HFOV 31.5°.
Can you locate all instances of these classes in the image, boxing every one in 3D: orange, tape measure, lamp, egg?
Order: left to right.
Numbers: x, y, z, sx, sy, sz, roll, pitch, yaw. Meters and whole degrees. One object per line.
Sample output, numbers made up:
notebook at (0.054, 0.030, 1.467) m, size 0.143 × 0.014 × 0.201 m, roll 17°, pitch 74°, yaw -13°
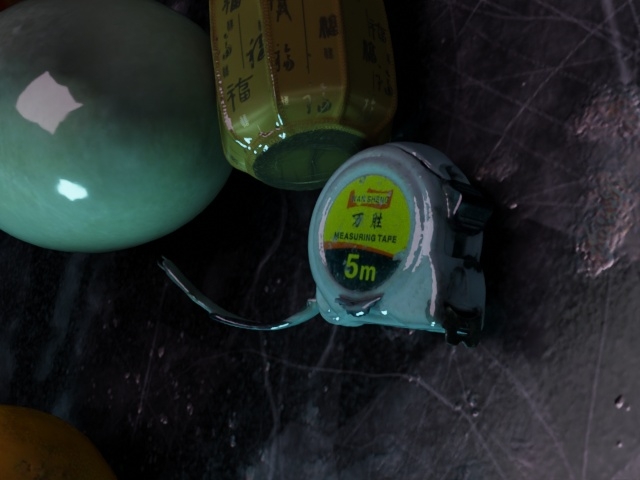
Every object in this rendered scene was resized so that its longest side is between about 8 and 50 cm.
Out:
orange at (-0.304, 0.270, 1.063) m, size 0.240 × 0.240 × 0.240 m, roll -18°, pitch 65°, yaw 43°
egg at (-0.225, -0.114, 1.091) m, size 0.352 × 0.258 × 0.258 m, roll 3°, pitch 80°, yaw 42°
lamp at (-0.016, -0.147, 0.955) m, size 0.161 × 0.161 × 0.185 m, roll -30°, pitch 59°, yaw 37°
tape measure at (0.001, 0.001, 0.937) m, size 0.330 × 0.084 × 0.164 m, roll 5°, pitch 79°, yaw 46°

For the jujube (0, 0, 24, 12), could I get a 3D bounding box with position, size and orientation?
jujube at (-0.455, -0.182, 1.404) m, size 0.216 × 0.216 × 0.342 m, roll 25°, pitch 94°, yaw 48°
